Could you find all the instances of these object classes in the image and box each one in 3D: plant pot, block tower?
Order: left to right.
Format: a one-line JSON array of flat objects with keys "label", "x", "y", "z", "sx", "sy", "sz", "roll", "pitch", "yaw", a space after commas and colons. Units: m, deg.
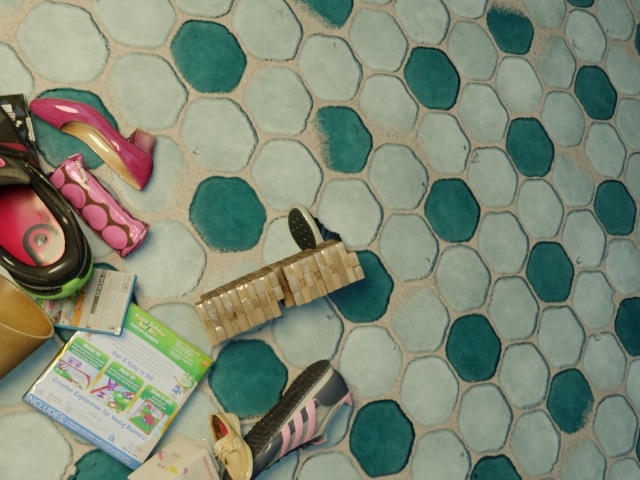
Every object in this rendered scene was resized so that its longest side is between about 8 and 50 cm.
[{"label": "plant pot", "x": -0.612, "y": 0.179, "z": 0.972, "sx": 0.237, "sy": 0.237, "sz": 0.254, "roll": 40, "pitch": 85, "yaw": -14}, {"label": "block tower", "x": -0.087, "y": 0.097, "z": 1.238, "sx": 0.335, "sy": 0.097, "sz": 0.091, "roll": -23, "pitch": 100, "yaw": -14}]

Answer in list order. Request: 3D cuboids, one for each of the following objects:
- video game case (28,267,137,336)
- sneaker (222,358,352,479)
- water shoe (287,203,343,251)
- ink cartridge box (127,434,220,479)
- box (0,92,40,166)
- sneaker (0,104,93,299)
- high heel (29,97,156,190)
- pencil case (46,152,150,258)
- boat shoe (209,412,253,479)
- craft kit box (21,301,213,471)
[{"label": "video game case", "x": -0.435, "y": 0.107, "z": 1.114, "sx": 0.166, "sy": 0.015, "sz": 0.119, "roll": 9, "pitch": 69, "yaw": 0}, {"label": "sneaker", "x": -0.054, "y": 0.400, "z": 1.239, "sx": 0.319, "sy": 0.112, "sz": 0.131, "roll": -44, "pitch": 107, "yaw": -18}, {"label": "water shoe", "x": 0.000, "y": 0.000, "z": 1.350, "sx": 0.080, "sy": 0.073, "sz": 0.203, "roll": -42, "pitch": 106, "yaw": -44}, {"label": "ink cartridge box", "x": -0.263, "y": 0.441, "z": 1.125, "sx": 0.143, "sy": 0.090, "sz": 0.092, "roll": -34, "pitch": 120, "yaw": -39}, {"label": "box", "x": -0.660, "y": -0.109, "z": 1.054, "sx": 0.322, "sy": 0.079, "sz": 0.257, "roll": -13, "pitch": 87, "yaw": -25}, {"label": "sneaker", "x": -0.531, "y": -0.119, "z": 0.960, "sx": 0.185, "sy": 0.202, "sz": 0.483, "roll": -45, "pitch": 102, "yaw": -23}, {"label": "high heel", "x": -0.439, "y": -0.184, "z": 1.161, "sx": 0.244, "sy": 0.082, "sz": 0.117, "roll": 21, "pitch": 64, "yaw": -34}, {"label": "pencil case", "x": -0.414, "y": -0.066, "z": 1.143, "sx": 0.209, "sy": 0.098, "sz": 0.095, "roll": 47, "pitch": 38, "yaw": -14}, {"label": "boat shoe", "x": -0.178, "y": 0.396, "z": 1.157, "sx": 0.059, "sy": 0.170, "sz": 0.063, "roll": 25, "pitch": 105, "yaw": -33}, {"label": "craft kit box", "x": -0.375, "y": 0.259, "z": 1.144, "sx": 0.250, "sy": 0.061, "sz": 0.246, "roll": 40, "pitch": 72, "yaw": -14}]
